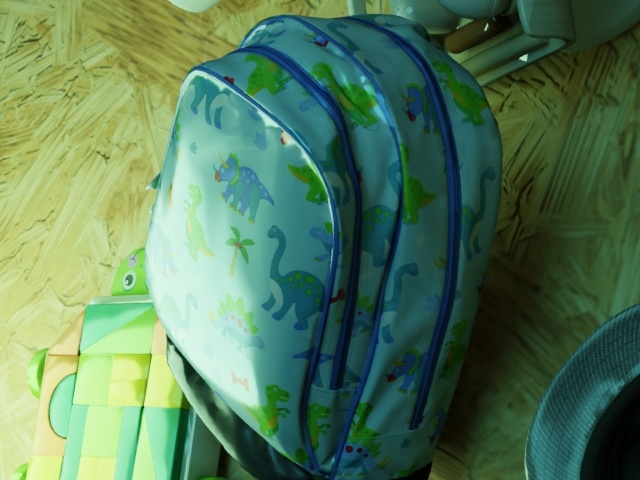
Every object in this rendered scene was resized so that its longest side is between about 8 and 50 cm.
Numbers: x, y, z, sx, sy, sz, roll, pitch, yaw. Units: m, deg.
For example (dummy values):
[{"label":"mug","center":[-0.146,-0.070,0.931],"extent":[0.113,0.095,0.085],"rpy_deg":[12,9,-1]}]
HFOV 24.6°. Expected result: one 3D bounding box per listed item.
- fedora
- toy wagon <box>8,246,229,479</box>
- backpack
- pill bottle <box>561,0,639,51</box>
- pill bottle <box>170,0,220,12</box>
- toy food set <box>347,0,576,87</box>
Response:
[{"label":"fedora","center":[0.283,0.171,0.966],"extent":[0.275,0.124,0.244],"rpy_deg":[41,105,31]},{"label":"toy wagon","center":[-0.183,0.147,1.401],"extent":[0.267,0.068,0.344],"rpy_deg":[-4,74,39]},{"label":"backpack","center":[0.000,0.000,1.124],"extent":[0.290,0.273,0.355],"rpy_deg":[47,118,40]},{"label":"pill bottle","center":[0.183,-0.271,1.194],"extent":[0.121,0.121,0.221],"rpy_deg":[-36,56,26]},{"label":"pill bottle","center":[-0.049,-0.345,1.385],"extent":[0.278,0.162,0.162],"rpy_deg":[-32,58,28]},{"label":"toy food set","center":[0.088,-0.231,1.153],"extent":[0.306,0.092,0.220],"rpy_deg":[163,99,-68]}]
